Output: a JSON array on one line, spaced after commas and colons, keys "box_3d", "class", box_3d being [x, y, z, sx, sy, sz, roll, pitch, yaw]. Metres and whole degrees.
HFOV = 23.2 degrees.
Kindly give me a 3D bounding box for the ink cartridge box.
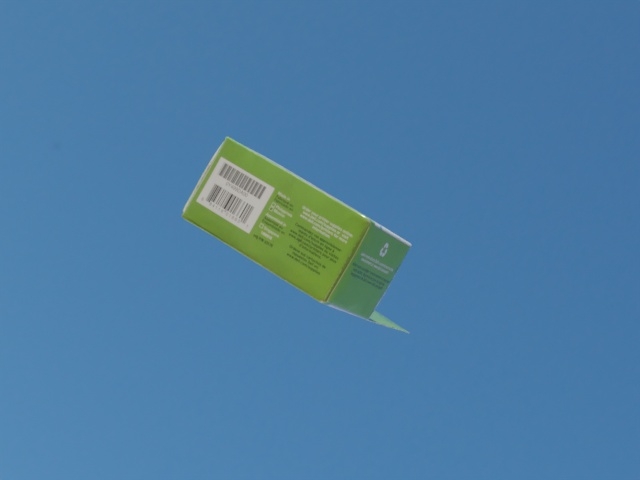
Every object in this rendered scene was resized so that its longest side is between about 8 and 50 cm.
[{"box_3d": [0.000, 0.000, 1.627, 0.189, 0.255, 0.097, 31, -87, 24], "class": "ink cartridge box"}]
